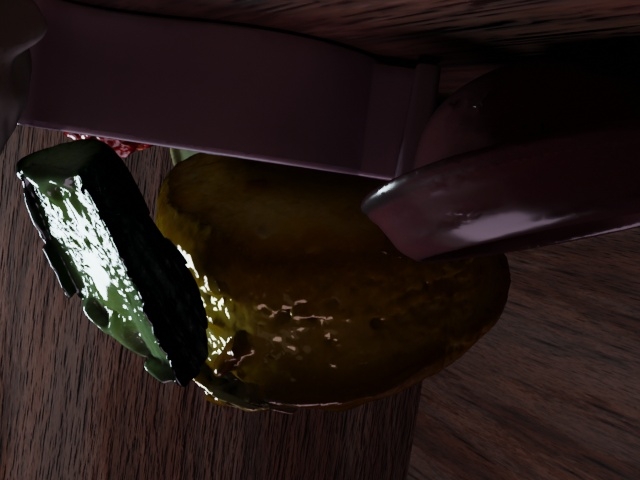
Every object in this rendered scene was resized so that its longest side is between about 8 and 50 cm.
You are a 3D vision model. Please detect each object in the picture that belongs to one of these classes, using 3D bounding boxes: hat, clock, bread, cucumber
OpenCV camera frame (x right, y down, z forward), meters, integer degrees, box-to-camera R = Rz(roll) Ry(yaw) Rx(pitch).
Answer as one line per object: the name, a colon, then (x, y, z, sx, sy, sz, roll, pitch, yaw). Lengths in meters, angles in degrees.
hat: (0.116, -0.044, 0.408, 0.206, 0.089, 0.205, -9, 173, -1)
clock: (-0.077, -0.102, 0.583, 0.275, 0.080, 0.290, 8, -176, -11)
bread: (-0.002, 0.002, 0.777, 0.358, 0.204, 0.337, -30, -145, -31)
cucumber: (-0.153, 0.012, 0.610, 0.115, 0.193, 0.086, 16, -130, 41)

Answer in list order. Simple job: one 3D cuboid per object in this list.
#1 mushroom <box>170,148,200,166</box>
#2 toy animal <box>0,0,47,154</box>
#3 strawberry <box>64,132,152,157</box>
mushroom: (-0.048, -0.099, 1.136, 0.292, 0.211, 0.217, 4, 175, 23)
toy animal: (-0.237, -0.080, 0.403, 0.141, 0.138, 0.282, 8, -173, -28)
strawberry: (-0.287, -0.176, 1.195, 0.237, 0.111, 0.190, 6, -176, -19)
